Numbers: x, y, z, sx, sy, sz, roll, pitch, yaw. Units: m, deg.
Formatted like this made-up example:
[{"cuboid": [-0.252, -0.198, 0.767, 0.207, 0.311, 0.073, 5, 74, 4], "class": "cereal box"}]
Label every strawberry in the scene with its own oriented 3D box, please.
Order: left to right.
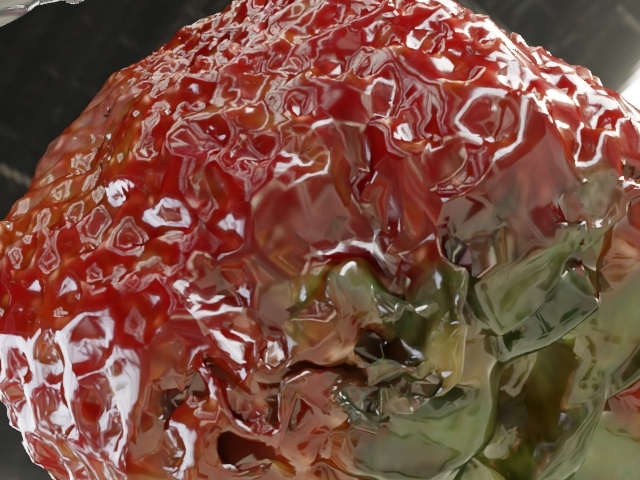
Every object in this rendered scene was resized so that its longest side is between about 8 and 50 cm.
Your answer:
[{"cuboid": [0.000, 0.000, 0.890, 0.312, 0.351, 0.267, -5, -53, -19], "class": "strawberry"}]

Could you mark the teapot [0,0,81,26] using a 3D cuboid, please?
[{"cuboid": [-0.176, -0.164, 1.053, 0.111, 0.108, 0.149, -25, -3, 39], "class": "teapot"}]
